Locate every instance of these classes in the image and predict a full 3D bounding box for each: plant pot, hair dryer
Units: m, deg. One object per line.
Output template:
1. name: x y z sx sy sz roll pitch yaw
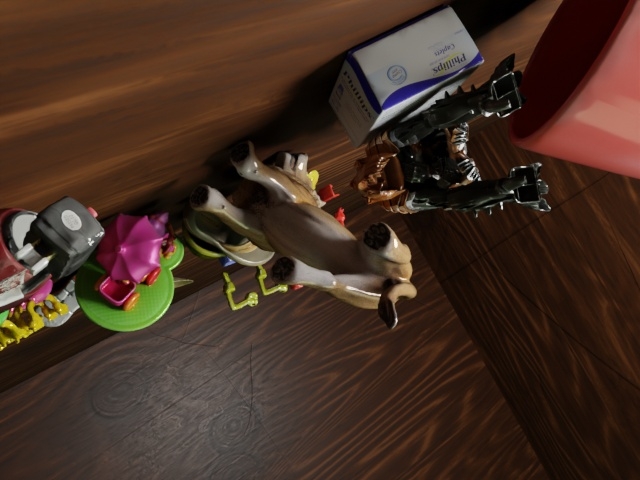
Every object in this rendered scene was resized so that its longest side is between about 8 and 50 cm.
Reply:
1. plant pot: 0.401 -0.191 0.636 0.275 0.243 0.275 -156 -90 -87
2. hair dryer: -0.289 0.032 0.361 0.223 0.080 0.293 -23 -178 -37

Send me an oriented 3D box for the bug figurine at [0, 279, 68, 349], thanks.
1. bug figurine: -0.396 0.102 0.562 0.216 0.072 0.279 -24 -173 -3

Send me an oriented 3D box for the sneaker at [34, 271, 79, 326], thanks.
1. sneaker: -0.370 0.070 0.838 0.157 0.061 0.065 -28 -155 -3

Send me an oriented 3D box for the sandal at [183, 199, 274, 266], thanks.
1. sandal: -0.124 -0.012 0.801 0.049 0.072 0.180 -12 151 34

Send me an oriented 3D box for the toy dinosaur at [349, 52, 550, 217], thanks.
1. toy dinosaur: 0.126 -0.080 0.610 0.218 0.164 0.322 -11 -151 31

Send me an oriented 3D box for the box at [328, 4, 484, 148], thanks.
1. box: 0.088 -0.177 0.602 0.126 0.072 0.137 -29 178 -11

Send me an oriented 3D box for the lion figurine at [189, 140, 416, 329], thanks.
1. lion figurine: 0.000 0.000 0.670 0.142 0.392 0.240 -49 144 6

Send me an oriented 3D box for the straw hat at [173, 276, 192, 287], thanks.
1. straw hat: -0.316 0.062 1.010 0.144 0.061 0.144 -13 172 -2

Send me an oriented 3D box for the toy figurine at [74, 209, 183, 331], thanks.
1. toy figurine: -0.229 0.015 0.693 0.173 0.130 0.159 -54 -177 -35

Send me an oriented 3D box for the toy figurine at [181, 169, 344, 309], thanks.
1. toy figurine: -0.130 0.020 0.990 0.217 0.191 0.362 -25 180 42
